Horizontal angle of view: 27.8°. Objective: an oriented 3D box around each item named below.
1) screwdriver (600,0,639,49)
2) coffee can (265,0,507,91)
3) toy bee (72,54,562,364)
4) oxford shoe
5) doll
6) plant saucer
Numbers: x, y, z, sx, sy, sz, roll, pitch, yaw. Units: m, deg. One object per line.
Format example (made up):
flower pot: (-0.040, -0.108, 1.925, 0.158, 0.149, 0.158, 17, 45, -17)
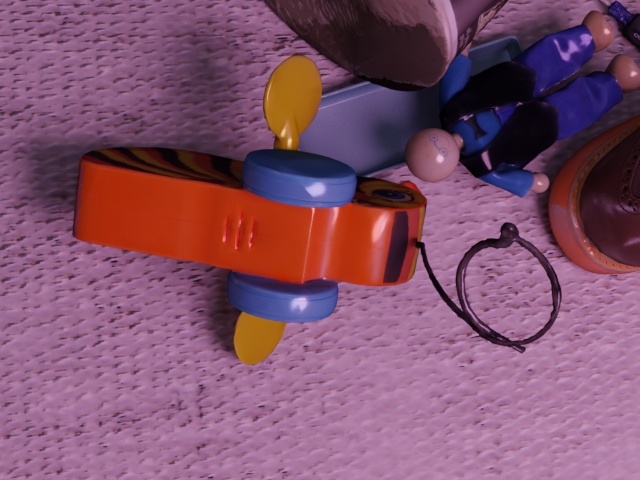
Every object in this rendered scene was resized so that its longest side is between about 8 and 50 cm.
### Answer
screwdriver: (0.209, -0.187, 0.975, 0.170, 0.025, 0.024, 39, 73, -9)
coffee can: (0.089, -0.266, 0.871, 0.201, 0.201, 0.275, 43, 73, -3)
toy bee: (0.000, 0.000, 0.839, 0.298, 0.162, 0.195, 34, 109, 8)
oxford shoe: (0.335, -0.096, 0.929, 0.363, 0.133, 0.130, -40, 100, -16)
doll: (0.134, -0.096, 0.911, 0.189, 0.046, 0.129, -32, 88, -22)
plant saucer: (0.068, -0.091, 0.928, 0.192, 0.018, 0.067, -19, 85, -16)
